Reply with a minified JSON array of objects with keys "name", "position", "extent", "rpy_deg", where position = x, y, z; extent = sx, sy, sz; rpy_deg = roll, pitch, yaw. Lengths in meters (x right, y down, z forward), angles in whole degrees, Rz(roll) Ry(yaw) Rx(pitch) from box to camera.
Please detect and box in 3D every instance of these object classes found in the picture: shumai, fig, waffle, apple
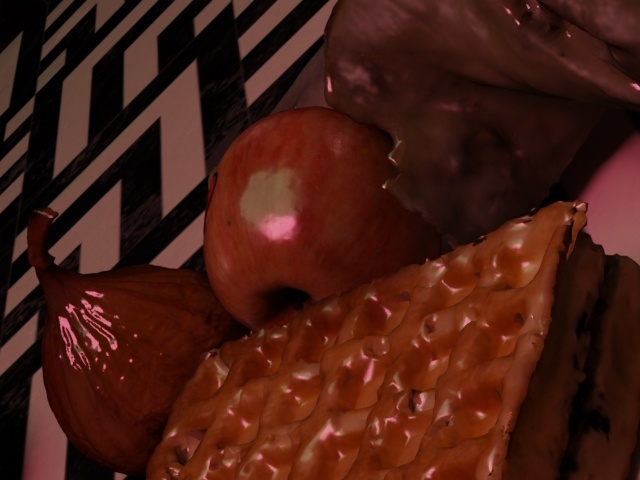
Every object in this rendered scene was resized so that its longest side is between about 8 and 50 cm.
[{"name":"shumai","position":[0.144,-0.144,0.929],"extent":[0.288,0.292,0.330],"rpy_deg":[101,-166,-48]},{"name":"fig","position":[-0.146,0.062,1.095],"extent":[0.134,0.201,0.146],"rpy_deg":[-8,52,45]},{"name":"waffle","position":[0.020,0.119,0.844],"extent":[0.308,0.091,0.213],"rpy_deg":[-24,34,44]},{"name":"apple","position":[0.000,0.000,0.989],"extent":[0.146,0.146,0.131],"rpy_deg":[-32,26,35]}]

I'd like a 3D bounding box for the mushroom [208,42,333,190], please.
[{"name":"mushroom","position":[0.009,-0.091,1.188],"extent":[0.223,0.081,0.092],"rpy_deg":[-42,47,14]}]
